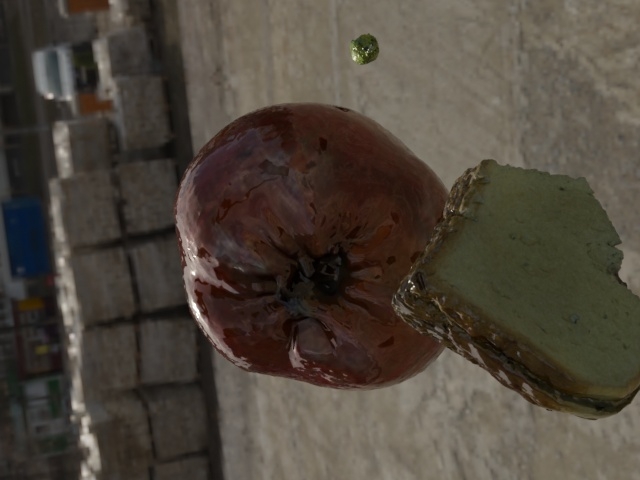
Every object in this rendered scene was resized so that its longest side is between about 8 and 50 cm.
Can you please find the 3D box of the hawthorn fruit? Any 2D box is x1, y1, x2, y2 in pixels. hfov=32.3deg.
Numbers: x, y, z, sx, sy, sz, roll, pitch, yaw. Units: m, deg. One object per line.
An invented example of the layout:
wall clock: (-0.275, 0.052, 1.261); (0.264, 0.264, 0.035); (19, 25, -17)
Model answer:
hawthorn fruit: (0.000, 0.000, 1.021); (0.284, 0.284, 0.284); (172, 90, -74)

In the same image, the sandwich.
sandwich: (0.089, 0.018, 0.441); (0.105, 0.093, 0.036); (37, 148, -1)

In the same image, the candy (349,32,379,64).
candy: (0.054, -0.221, 1.271); (0.123, 0.035, 0.035); (-105, 0, -81)
